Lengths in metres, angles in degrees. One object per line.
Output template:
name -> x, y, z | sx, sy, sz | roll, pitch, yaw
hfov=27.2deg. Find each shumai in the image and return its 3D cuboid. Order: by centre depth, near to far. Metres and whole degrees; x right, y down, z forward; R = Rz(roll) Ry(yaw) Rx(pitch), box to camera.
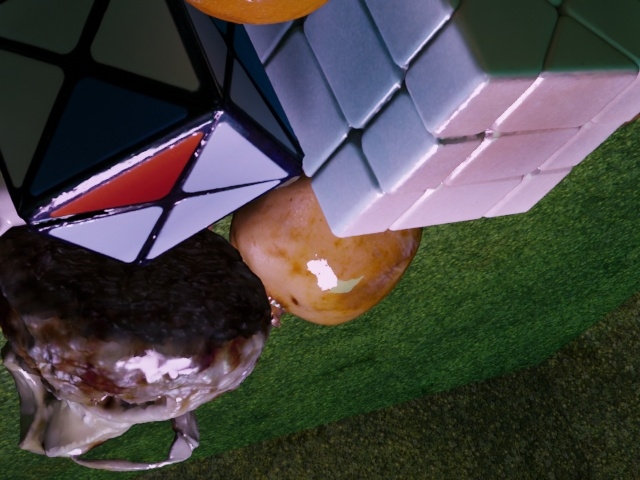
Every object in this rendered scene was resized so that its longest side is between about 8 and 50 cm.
shumai -> -0.287, 0.144, 1.732 | 0.395, 0.395, 0.348 | -5, 129, -43

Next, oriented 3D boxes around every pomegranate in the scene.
pomegranate -> 0.014, -0.013, 1.979 | 0.307, 0.307, 0.307 | -22, 160, -8

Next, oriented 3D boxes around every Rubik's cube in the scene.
Rubik's cube -> -0.196, -0.145, 1.401 | 0.250, 0.246, 0.248 | -28, 161, 11
Rubik's cube -> 0.149, -0.223, 1.495 | 0.318, 0.322, 0.316 | -8, 153, -37

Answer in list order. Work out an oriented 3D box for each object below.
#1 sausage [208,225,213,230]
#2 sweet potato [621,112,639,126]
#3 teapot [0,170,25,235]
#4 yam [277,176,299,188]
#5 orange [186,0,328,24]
sausage -> -0.352, 0.028, 1.905 | 0.418, 0.094, 0.094 | -23, 132, -2
sweet potato -> 0.389, -0.185, 2.227 | 0.354, 0.095, 0.106 | -25, 119, 34
teapot -> -0.356, -0.064, 1.612 | 0.145, 0.092, 0.226 | -7, -161, 37
yam -> -0.150, -0.102, 1.782 | 0.259, 0.106, 0.106 | -13, 158, -37
orange -> -0.044, -0.314, 1.154 | 0.264, 0.264, 0.264 | -22, 160, -8
